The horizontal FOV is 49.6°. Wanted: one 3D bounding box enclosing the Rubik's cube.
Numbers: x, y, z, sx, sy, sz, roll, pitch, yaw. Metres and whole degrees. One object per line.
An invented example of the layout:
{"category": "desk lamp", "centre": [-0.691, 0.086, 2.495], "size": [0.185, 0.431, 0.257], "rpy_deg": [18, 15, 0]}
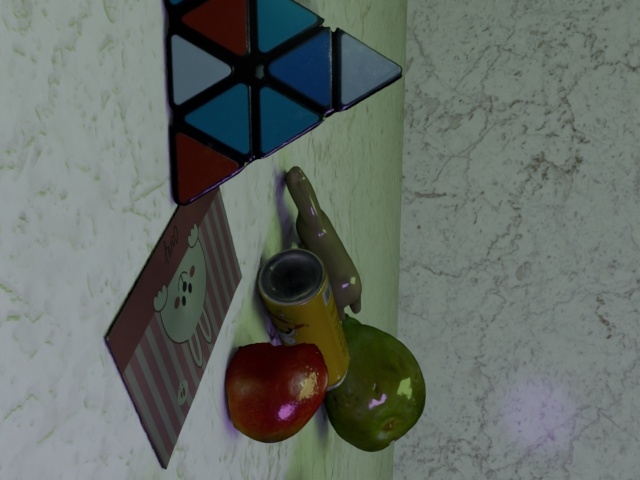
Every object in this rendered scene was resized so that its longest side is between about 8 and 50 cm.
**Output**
{"category": "Rubik's cube", "centre": [-0.032, -0.152, 0.737], "size": [0.284, 0.234, 0.250], "rpy_deg": [69, 26, -61]}

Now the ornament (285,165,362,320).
{"category": "ornament", "centre": [0.000, 0.000, 1.160], "size": [0.245, 0.061, 0.230], "rpy_deg": [82, -18, -67]}

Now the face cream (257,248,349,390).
{"category": "face cream", "centre": [-0.014, 0.153, 1.136], "size": [0.349, 0.104, 0.105], "rpy_deg": [75, 21, -53]}

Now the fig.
{"category": "fig", "centre": [0.083, 0.288, 1.499], "size": [0.314, 0.233, 0.233], "rpy_deg": [49, -7, 26]}

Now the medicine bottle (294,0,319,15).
{"category": "medicine bottle", "centre": [-0.050, -0.309, 0.965], "size": [0.057, 0.089, 0.057], "rpy_deg": [0, 90, -77]}

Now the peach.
{"category": "peach", "centre": [-0.054, 0.204, 0.930], "size": [0.151, 0.118, 0.151], "rpy_deg": [-1, 91, -62]}

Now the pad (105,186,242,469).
{"category": "pad", "centre": [-0.145, 0.067, 0.765], "size": [0.300, 0.005, 0.202], "rpy_deg": [-74, 160, -49]}
